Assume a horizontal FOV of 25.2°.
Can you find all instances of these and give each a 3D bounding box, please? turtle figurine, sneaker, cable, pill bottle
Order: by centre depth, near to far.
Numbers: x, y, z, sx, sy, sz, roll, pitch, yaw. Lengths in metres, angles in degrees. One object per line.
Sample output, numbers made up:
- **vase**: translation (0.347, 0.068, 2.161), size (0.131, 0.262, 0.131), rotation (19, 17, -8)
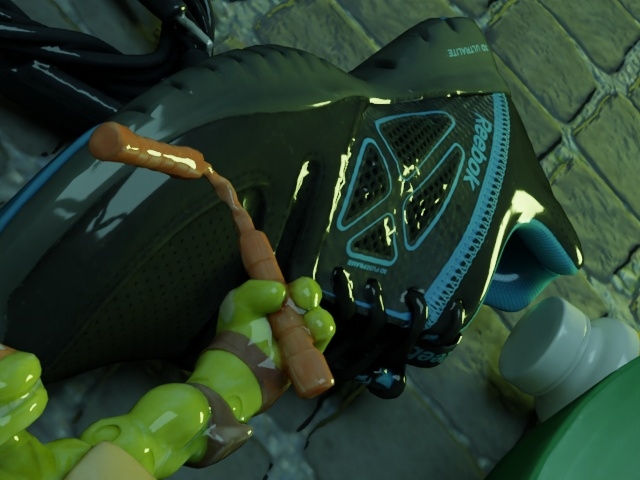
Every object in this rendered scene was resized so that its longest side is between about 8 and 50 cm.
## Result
- **turtle figurine**: translation (-0.049, 0.104, 0.341), size (0.217, 0.087, 0.269), rotation (54, 31, -8)
- **sneaker**: translation (0.000, 0.000, 0.580), size (0.341, 0.125, 0.139), rotation (-24, 79, -47)
- **cable**: translation (-0.121, -0.122, 0.623), size (0.184, 0.047, 0.150), rotation (28, 44, -22)
- **pill bottle**: translation (0.145, 0.078, 0.693), size (0.116, 0.065, 0.065), rotation (35, 43, -15)

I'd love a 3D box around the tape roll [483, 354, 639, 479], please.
- **tape roll**: translation (0.199, 0.194, 0.572), size (0.321, 0.077, 0.321), rotation (9, 61, -17)
